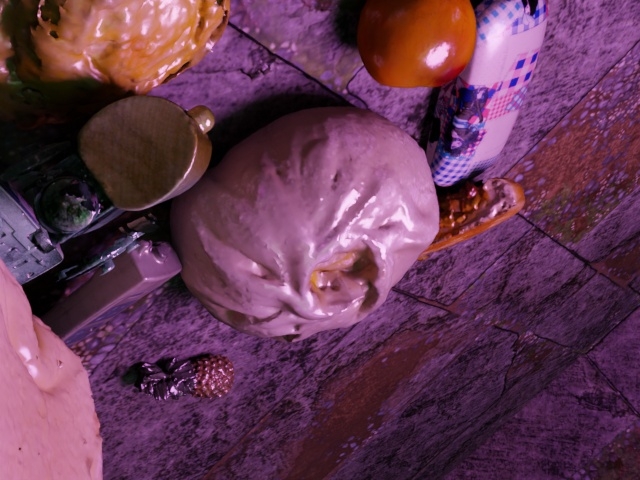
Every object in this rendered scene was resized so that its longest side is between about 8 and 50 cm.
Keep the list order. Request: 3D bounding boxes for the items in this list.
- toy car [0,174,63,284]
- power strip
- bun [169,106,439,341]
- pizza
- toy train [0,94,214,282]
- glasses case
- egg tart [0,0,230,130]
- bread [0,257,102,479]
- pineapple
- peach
[{"bbox_3d":[-0.339,-0.030,0.797,0.090,0.076,0.224,-29,146,-5],"label":"toy car"},{"bbox_3d":[-0.281,0.084,0.968,0.286,0.048,0.080,-32,171,24],"label":"power strip"},{"bbox_3d":[0.000,0.000,1.041,0.365,0.219,0.365,-25,150,-16],"label":"bun"},{"bbox_3d":[0.201,-0.033,1.290,0.228,0.081,0.289,-25,174,-6],"label":"pizza"},{"bbox_3d":[-0.176,-0.053,0.776,0.189,0.126,0.307,-23,-174,-3],"label":"toy train"},{"bbox_3d":[0.225,-0.202,1.134,0.125,0.076,0.327,-21,146,-23],"label":"glasses case"},{"bbox_3d":[-0.167,-0.193,0.679,0.291,0.107,0.291,-36,163,-12],"label":"egg tart"},{"bbox_3d":[-0.408,0.235,0.727,0.371,0.390,0.279,-21,141,3],"label":"bread"},{"bbox_3d":[-0.210,0.211,1.253,0.159,0.074,0.074,5,129,-44],"label":"pineapple"},{"bbox_3d":[0.114,-0.238,0.932,0.138,0.138,0.138,-26,147,-18],"label":"peach"}]
